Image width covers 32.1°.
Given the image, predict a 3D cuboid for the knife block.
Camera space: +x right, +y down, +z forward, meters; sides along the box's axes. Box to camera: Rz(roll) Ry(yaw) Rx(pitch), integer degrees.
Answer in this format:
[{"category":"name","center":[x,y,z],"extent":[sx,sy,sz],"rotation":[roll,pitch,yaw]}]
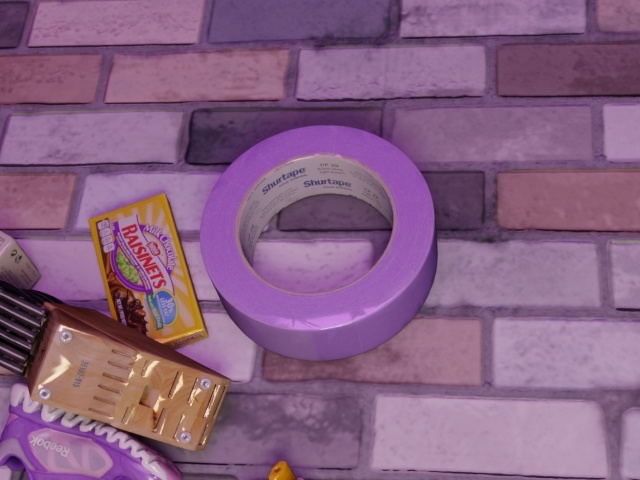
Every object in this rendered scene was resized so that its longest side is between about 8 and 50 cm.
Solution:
[{"category":"knife block","center":[-0.262,0.131,1.280],"extent":[0.275,0.242,0.088],"rotation":[21,92,-19]}]

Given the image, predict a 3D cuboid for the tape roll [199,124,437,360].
[{"category":"tape roll","center":[0.000,0.000,1.318],"extent":[0.274,0.090,0.275],"rotation":[-3,60,6]}]

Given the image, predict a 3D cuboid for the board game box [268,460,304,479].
[{"category":"board game box","center":[-0.090,0.412,1.005],"extent":[0.390,0.050,0.390],"rotation":[-36,31,-14]}]

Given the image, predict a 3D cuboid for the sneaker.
[{"category":"sneaker","center":[-0.262,0.245,1.225],"extent":[0.236,0.095,0.105],"rotation":[19,72,24]}]

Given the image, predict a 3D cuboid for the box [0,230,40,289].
[{"category":"box","center":[-0.471,0.102,1.330],"extent":[0.113,0.094,0.275],"rotation":[25,67,21]}]

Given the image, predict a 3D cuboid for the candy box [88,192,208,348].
[{"category":"candy box","center":[-0.213,0.044,1.362],"extent":[0.105,0.027,0.206],"rotation":[-19,60,-4]}]
